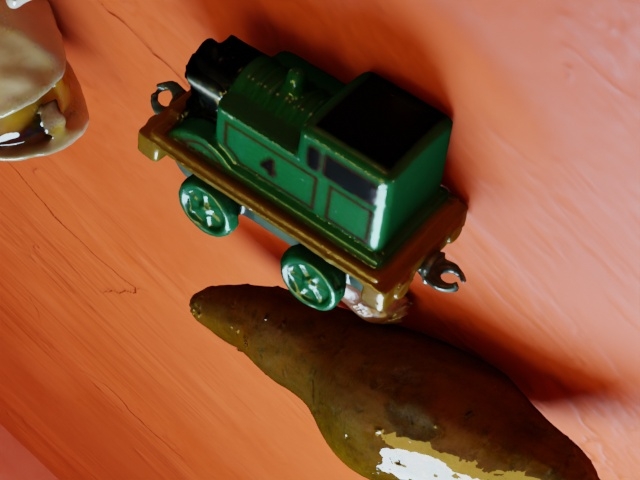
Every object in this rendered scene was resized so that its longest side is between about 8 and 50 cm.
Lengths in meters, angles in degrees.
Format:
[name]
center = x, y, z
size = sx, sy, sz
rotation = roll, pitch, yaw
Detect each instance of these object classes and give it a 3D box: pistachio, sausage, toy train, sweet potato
[pistachio]
center = -0.270, -0.134, 0.932
size = 0.229, 0.157, 0.157
rotation = 21, 151, 14
[sausage]
center = 0.000, 0.000, 0.892
size = 0.158, 0.036, 0.042
rotation = 47, 167, -13
[toy train]
center = -0.008, -0.048, 0.766
size = 0.228, 0.091, 0.136
rotation = 35, 145, 18
[sweet potato]
center = 0.055, 0.114, 0.916
size = 0.359, 0.112, 0.112
rotation = 22, 150, 41

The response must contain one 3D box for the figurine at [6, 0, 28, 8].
[figurine]
center = -0.189, -0.221, 0.712
size = 0.237, 0.141, 0.162
rotation = 94, 152, -63
